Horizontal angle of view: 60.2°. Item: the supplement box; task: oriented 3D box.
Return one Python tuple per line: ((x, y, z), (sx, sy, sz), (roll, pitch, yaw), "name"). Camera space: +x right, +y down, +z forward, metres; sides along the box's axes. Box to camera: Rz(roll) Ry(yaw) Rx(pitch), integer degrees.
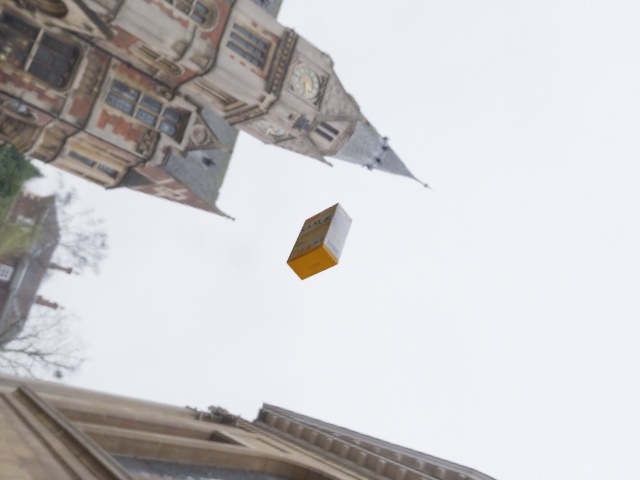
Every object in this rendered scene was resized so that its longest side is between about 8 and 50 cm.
((0.000, 0.000, 0.721), (0.062, 0.036, 0.098), (-27, -155, 31), "supplement box")
